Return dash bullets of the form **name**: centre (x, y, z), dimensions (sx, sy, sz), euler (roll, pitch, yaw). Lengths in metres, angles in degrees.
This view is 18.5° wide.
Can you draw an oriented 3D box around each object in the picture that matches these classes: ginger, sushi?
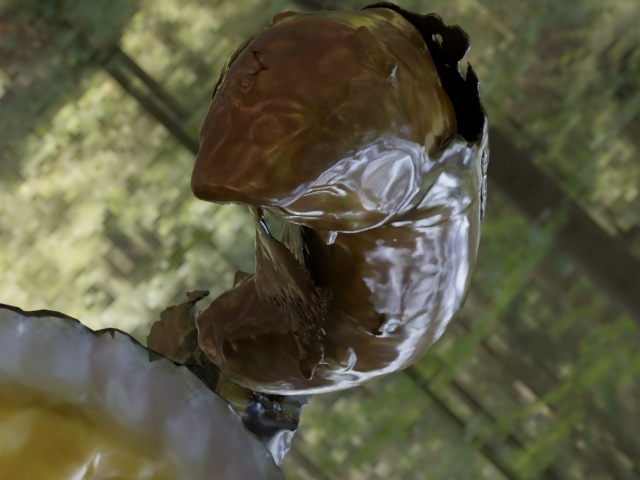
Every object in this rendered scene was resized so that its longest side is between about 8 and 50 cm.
- **ginger**: centre (0.010, -0.010, 0.834), dimensions (0.133, 0.107, 0.309), euler (-41, 162, -13)
- **sushi**: centre (-0.083, 0.100, 1.286), dimensions (0.291, 0.131, 0.139), euler (130, -23, -57)

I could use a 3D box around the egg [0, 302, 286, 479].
- **egg**: centre (-0.212, 0.194, 0.827), dimensions (0.354, 0.354, 0.340), euler (-44, -163, -24)
